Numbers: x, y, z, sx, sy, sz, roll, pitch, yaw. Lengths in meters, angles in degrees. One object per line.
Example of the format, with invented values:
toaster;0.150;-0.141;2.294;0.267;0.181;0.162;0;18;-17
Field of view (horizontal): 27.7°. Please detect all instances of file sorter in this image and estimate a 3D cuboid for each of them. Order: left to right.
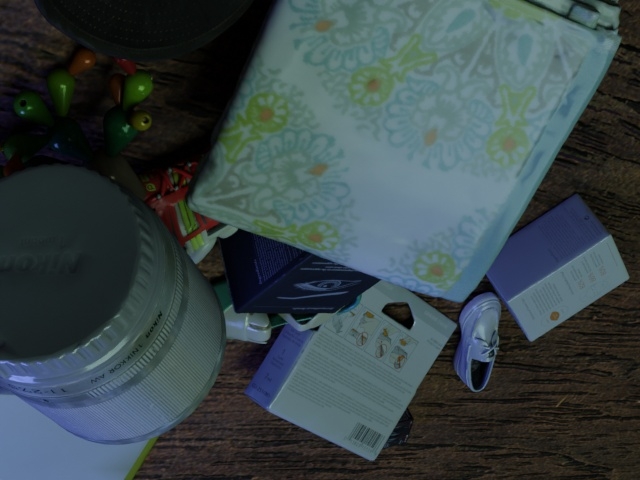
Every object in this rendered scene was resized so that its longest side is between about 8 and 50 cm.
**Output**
file sorter;-0.355;0.185;1.495;0.278;0.173;0.193;8;127;-38

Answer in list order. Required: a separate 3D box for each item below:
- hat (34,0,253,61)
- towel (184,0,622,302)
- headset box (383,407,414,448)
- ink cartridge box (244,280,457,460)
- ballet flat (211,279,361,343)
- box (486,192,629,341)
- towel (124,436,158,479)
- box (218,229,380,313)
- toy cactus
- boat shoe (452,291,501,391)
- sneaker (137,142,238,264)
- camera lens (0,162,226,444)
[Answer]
hat;-0.146;-0.327;1.096;0.331;0.134;0.331;-31;140;-30
towel;0.080;-0.134;1.278;0.321;0.090;0.374;21;117;-11
headset box;0.097;0.294;2.006;0.083;0.032;0.062;-11;138;-24
ink cartridge box;0.049;0.164;1.818;0.275;0.060;0.239;35;85;-48
ballet flat;-0.058;0.082;1.635;0.247;0.087;0.083;-16;134;-16
box;0.328;0.039;1.824;0.170;0.091;0.130;-33;142;4
towel;-0.306;0.331;1.811;0.102;0.021;0.237;3;130;-42
box;0.000;0.000;1.510;0.153;0.108;0.207;2;154;-38
toy cactus;-0.238;-0.090;1.313;0.219;0.112;0.180;-38;132;7
boat shoe;0.236;0.154;1.914;0.066;0.063;0.184;-10;138;-23
sneaker;-0.152;-0.049;1.428;0.118;0.107;0.279;31;110;-36
camera lens;-0.226;0.070;1.283;0.219;0.219;0.274;-29;154;-1
